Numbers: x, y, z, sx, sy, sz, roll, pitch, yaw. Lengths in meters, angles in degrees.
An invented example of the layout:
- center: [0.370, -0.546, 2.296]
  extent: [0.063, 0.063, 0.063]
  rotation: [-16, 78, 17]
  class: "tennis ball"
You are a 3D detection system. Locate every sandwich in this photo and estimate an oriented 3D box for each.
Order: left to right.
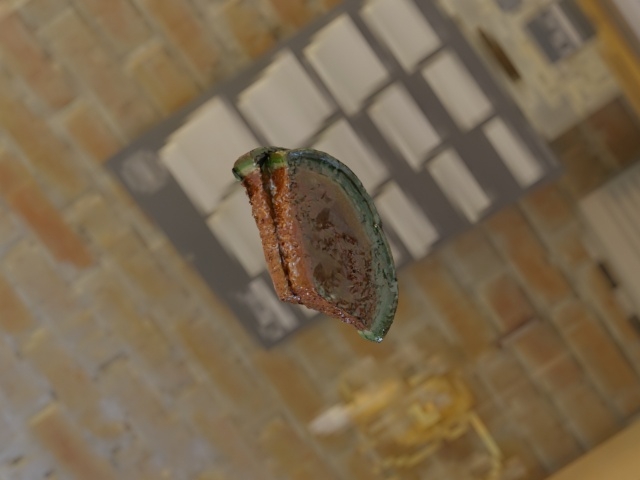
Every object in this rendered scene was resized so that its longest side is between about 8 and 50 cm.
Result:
- center: [0.003, 0.002, 0.916]
  extent: [0.069, 0.026, 0.101]
  rotation: [-12, -101, -47]
  class: "sandwich"
